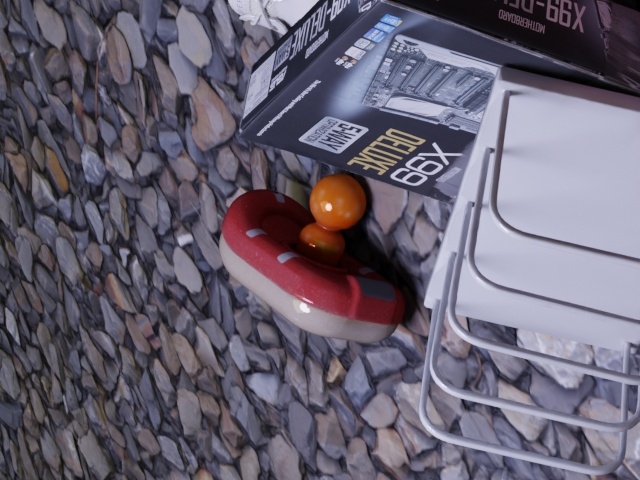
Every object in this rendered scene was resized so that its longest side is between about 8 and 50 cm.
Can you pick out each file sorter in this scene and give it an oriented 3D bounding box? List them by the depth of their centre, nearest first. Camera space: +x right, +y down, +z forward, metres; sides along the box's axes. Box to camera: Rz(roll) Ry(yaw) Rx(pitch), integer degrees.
[{"bbox_3d":[0.196,0.036,1.505,0.278,0.192,0.173,104,179,-48],"label":"file sorter"}]

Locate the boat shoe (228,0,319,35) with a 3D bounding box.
[{"bbox_3d":[-0.051,-0.252,1.898,0.277,0.096,0.098,43,142,38],"label":"boat shoe"}]

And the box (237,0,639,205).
[{"bbox_3d":[0.099,-0.135,1.579,0.307,0.242,0.077,-35,41,60],"label":"box"}]

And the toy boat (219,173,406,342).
[{"bbox_3d":[0.000,0.000,1.974,0.231,0.151,0.151,35,107,45],"label":"toy boat"}]
